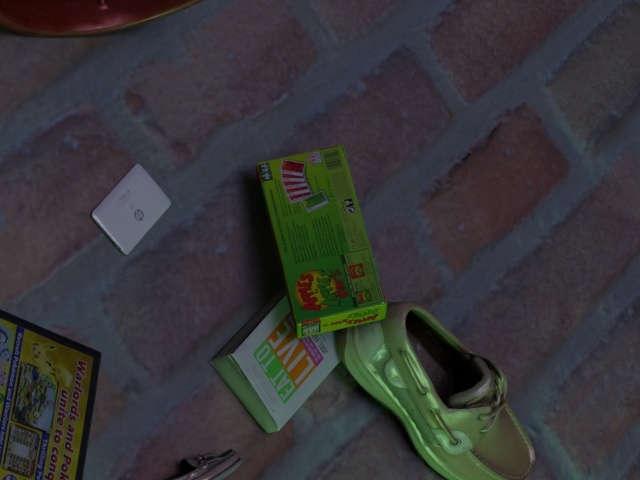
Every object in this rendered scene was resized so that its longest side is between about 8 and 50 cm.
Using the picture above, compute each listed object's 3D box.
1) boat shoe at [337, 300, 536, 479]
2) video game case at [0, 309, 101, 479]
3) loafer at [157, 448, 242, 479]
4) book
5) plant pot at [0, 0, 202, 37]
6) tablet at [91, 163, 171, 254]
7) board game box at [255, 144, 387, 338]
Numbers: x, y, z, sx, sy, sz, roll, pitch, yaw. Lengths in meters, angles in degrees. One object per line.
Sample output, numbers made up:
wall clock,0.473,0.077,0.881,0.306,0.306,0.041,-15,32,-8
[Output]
boat shoe,0.145,0.167,1.883,0.302,0.098,0.109,46,51,-29
video game case,-0.302,0.178,1.456,0.248,0.035,0.275,27,57,-37
loafer,-0.126,0.223,1.683,0.125,0.045,0.039,-31,90,-39
book,-0.036,0.113,1.804,0.096,0.035,0.144,56,47,-14
plant pot,-0.212,-0.368,1.667,0.272,0.272,0.265,-6,72,-41
tablet,-0.183,-0.031,1.738,0.054,0.006,0.083,51,51,-17
board game box,0.000,0.000,1.803,0.092,0.043,0.181,-13,67,-5
